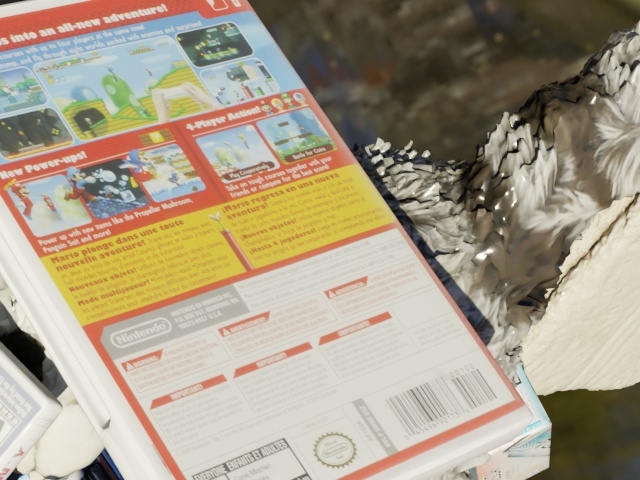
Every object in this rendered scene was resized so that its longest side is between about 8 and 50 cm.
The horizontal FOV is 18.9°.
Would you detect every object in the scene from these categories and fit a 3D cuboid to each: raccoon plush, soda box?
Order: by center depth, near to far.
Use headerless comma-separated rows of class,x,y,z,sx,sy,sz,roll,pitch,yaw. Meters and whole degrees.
raccoon plush,0.000,0.000,1.141,0.299,0.446,0.216,37,-27,46
soda box,0.130,0.141,1.418,0.058,0.063,0.183,63,-2,17

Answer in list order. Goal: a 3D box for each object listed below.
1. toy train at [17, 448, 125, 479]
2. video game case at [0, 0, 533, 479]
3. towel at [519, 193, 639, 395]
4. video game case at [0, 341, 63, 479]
toy train,-0.154,0.230,1.441,0.184,0.080,0.105,58,1,-11
video game case,-0.051,0.000,0.881,0.204,0.025,0.285,-18,67,-41
towel,0.247,0.022,1.477,0.187,0.282,0.049,0,48,-39
video game case,-0.265,0.097,1.062,0.201,0.183,0.023,41,3,24
